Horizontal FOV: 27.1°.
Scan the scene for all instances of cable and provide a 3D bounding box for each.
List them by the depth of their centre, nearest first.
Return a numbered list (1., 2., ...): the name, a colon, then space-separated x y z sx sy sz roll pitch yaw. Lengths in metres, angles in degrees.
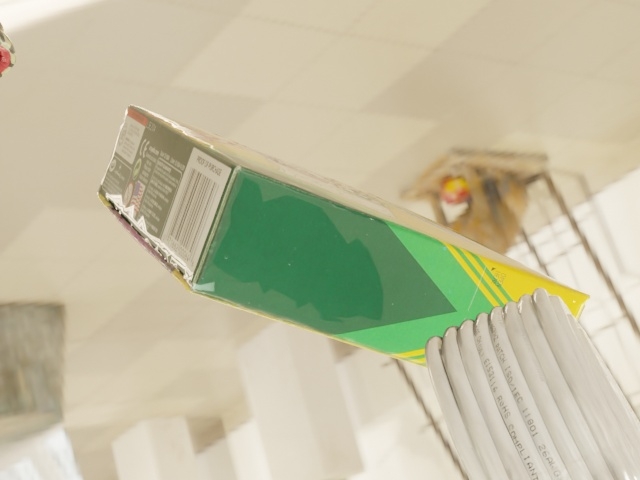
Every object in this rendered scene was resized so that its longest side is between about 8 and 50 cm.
1. cable: 0.149 0.147 0.704 0.089 0.257 0.257 -29 149 10

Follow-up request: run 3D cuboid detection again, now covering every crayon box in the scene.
1. crayon box: 0.000 0.000 1.141 0.313 0.106 0.363 18 -174 -23

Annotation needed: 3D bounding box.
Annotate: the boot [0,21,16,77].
1. boot: -0.266 -0.145 0.612 0.236 0.179 0.085 -12 161 -42
